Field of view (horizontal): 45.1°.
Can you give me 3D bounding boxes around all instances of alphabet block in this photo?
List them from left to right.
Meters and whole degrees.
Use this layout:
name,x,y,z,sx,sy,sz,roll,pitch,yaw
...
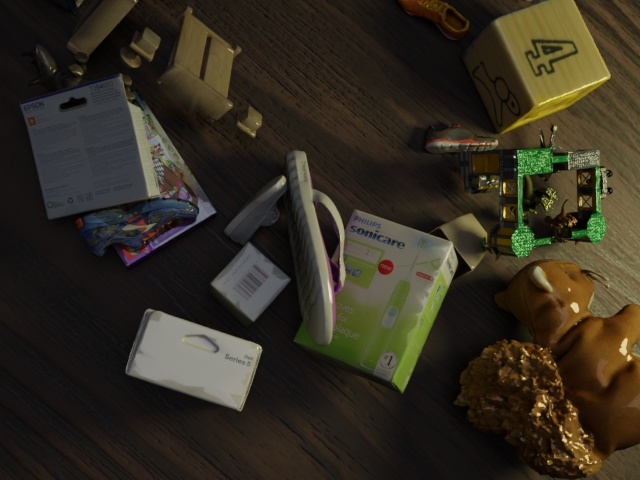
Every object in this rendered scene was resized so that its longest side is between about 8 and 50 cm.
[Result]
name,x,y,z,sx,sy,sz,roll,pitch,yaw
alphabet block,0.440,-0.362,1.599,0.194,0.192,0.197,-23,86,-11

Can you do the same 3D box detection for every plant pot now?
name,x,y,z,sx,sy,sz,roll,pitch,yaw
plant pot,0.277,0.006,1.556,0.096,0.109,0.109,-37,88,-27

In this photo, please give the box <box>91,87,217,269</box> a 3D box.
name,x,y,z,sx,sy,sz,roll,pitch,yaw
box,-0.363,-0.119,1.485,0.201,0.057,0.293,-32,87,-14

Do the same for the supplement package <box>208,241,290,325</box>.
name,x,y,z,sx,sy,sz,roll,pitch,yaw
supplement package,-0.136,0.084,1.428,0.105,0.179,0.105,41,76,-1

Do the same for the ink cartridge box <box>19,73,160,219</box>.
name,x,y,z,sx,sy,sz,roll,pitch,yaw
ink cartridge box,-0.416,-0.166,1.392,0.223,0.045,0.223,-10,96,18

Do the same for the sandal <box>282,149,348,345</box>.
name,x,y,z,sx,sy,sz,roll,pitch,yaw
sandal,0.002,-0.009,1.414,0.102,0.169,0.416,-4,56,-10

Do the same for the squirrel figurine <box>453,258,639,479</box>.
name,x,y,z,sx,sy,sz,roll,pitch,yaw
squirrel figurine,0.454,0.230,1.467,0.397,0.281,0.370,-30,80,-16

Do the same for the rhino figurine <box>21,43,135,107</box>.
name,x,y,z,sx,sy,sz,roll,pitch,yaw
rhino figurine,-0.450,-0.286,1.425,0.243,0.106,0.073,28,42,3

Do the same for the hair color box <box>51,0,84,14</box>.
name,x,y,z,sx,sy,sz,roll,pitch,yaw
hair color box,-0.475,-0.646,1.530,0.174,0.105,0.347,31,77,-3

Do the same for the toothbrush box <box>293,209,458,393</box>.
name,x,y,z,sx,sy,sz,roll,pitch,yaw
toothbrush box,0.110,0.114,1.459,0.206,0.122,0.283,21,75,22

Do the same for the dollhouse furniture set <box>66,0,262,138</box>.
name,x,y,z,sx,sy,sz,roll,pitch,yaw
dollhouse furniture set,-0.291,-0.368,1.533,0.356,0.174,0.303,35,38,-30

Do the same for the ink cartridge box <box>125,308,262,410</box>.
name,x,y,z,sx,sy,sz,roll,pitch,yaw
ink cartridge box,-0.222,0.210,1.344,0.198,0.273,0.114,19,78,-6

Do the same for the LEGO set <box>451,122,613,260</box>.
name,x,y,z,sx,sy,sz,roll,pitch,yaw
LEGO set,0.413,-0.090,1.569,0.331,0.192,0.254,-17,104,-31

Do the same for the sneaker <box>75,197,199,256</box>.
name,x,y,z,sx,sy,sz,roll,pitch,yaw
sneaker,-0.330,-0.027,1.415,0.221,0.083,0.087,-13,97,-6

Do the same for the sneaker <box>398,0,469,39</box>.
name,x,y,z,sx,sy,sz,roll,pitch,yaw
sneaker,0.244,-0.498,1.650,0.175,0.067,0.064,29,79,-2

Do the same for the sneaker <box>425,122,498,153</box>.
name,x,y,z,sx,sy,sz,roll,pitch,yaw
sneaker,0.297,-0.219,1.618,0.158,0.061,0.064,1,74,-10

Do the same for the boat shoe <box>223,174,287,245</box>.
name,x,y,z,sx,sy,sz,roll,pitch,yaw
boat shoe,-0.113,-0.052,1.472,0.063,0.066,0.184,41,119,-12
